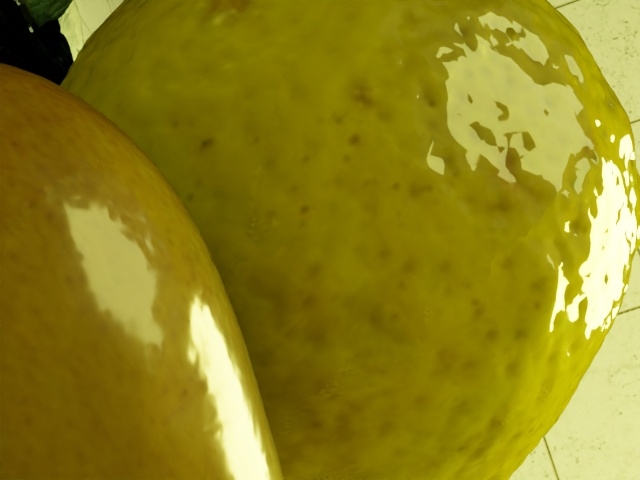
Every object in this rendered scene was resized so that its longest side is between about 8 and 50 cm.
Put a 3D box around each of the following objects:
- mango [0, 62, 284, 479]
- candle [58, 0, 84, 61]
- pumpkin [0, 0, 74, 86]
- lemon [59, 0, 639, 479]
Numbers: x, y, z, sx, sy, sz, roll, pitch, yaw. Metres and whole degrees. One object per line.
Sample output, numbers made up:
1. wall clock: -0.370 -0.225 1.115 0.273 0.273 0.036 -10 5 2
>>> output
1. mango: -0.103 0.082 0.504 0.211 0.173 0.317 -4 -64 56
2. candle: -0.248 -0.183 1.061 0.168 0.068 0.192 -75 164 -55
3. pumpkin: -0.220 -0.118 0.771 0.194 0.150 0.194 10 79 -61
4. lemon: 0.000 0.000 0.737 0.387 0.350 0.350 -52 122 -45
